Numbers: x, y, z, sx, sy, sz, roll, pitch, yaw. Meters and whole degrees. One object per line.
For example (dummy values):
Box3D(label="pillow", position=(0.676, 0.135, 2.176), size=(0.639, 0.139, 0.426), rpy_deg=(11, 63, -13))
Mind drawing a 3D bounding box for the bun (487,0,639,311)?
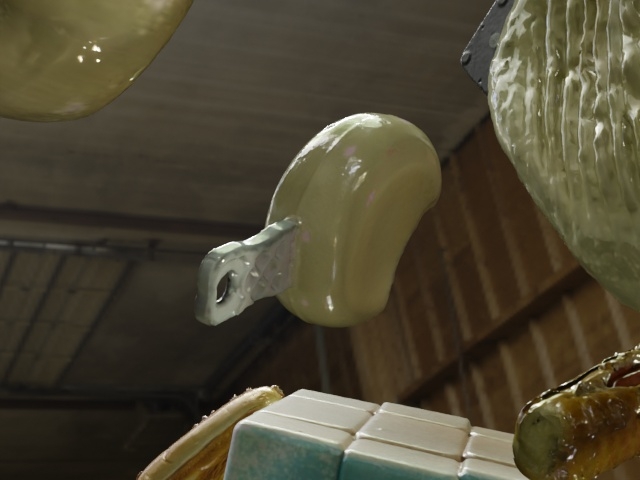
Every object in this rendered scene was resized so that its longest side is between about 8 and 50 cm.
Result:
Box3D(label="bun", position=(0.291, -0.112, 0.766), size=(0.352, 0.227, 0.349), rpy_deg=(-18, -116, 55))

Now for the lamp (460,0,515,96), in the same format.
Box3D(label="lamp", position=(0.312, -0.246, 1.318), size=(0.124, 0.283, 0.203), rpy_deg=(46, -62, 31))

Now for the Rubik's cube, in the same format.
Box3D(label="Rubik's cube", position=(0.067, 0.343, 1.100), size=(0.319, 0.316, 0.322), rpy_deg=(12, 90, -80))

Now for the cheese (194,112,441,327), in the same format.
Box3D(label="cheese", position=(0.002, -0.018, 0.763), size=(0.070, 0.249, 0.163), rpy_deg=(21, -84, 27))

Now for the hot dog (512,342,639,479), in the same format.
Box3D(label="hot dog", position=(0.260, 0.111, 0.794), size=(0.068, 0.289, 0.083), rpy_deg=(24, -57, 53))

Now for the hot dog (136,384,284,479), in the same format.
Box3D(label="hot dog", position=(-0.146, 0.266, 1.379), size=(0.249, 0.102, 0.076), rpy_deg=(-41, -125, 3))

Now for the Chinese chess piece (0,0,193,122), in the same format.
Box3D(label="Chinese chess piece", position=(-0.199, -0.256, 0.810), size=(0.338, 0.140, 0.338), rpy_deg=(-24, -123, 43))
